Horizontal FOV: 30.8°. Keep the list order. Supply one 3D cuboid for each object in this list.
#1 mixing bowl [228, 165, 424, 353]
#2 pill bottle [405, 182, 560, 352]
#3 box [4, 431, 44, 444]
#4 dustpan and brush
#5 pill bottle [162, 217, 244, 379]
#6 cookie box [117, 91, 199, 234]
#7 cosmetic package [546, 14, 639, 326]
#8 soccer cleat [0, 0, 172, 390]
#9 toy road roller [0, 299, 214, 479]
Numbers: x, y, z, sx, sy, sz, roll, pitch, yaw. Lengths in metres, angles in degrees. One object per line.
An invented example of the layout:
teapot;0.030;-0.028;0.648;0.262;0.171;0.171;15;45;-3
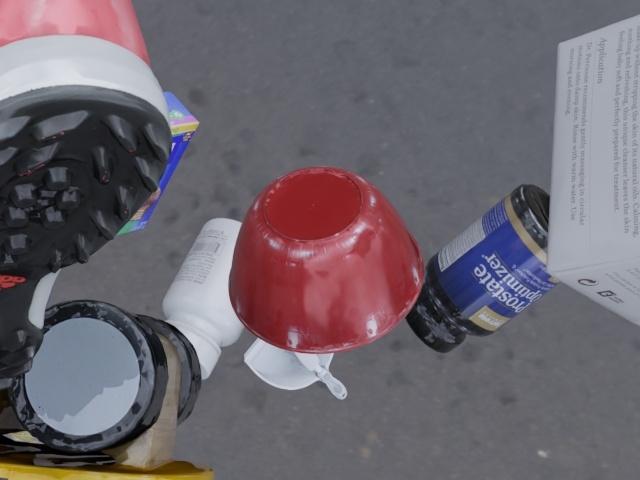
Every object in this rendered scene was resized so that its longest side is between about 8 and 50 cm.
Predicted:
mixing bowl;0.000;0.000;1.030;0.181;0.181;0.098;-38;145;-23
pill bottle;0.207;0.040;1.422;0.123;0.219;0.122;35;30;-24
box;-0.317;0.196;1.196;0.231;0.183;0.056;33;48;-44
dustpan and brush;-0.015;0.187;1.793;0.147;0.060;0.211;-50;143;-12
pill bottle;-0.168;0.091;1.784;0.131;0.131;0.229;37;60;-19
cookie box;-0.149;-0.052;0.835;0.040;0.107;0.092;45;33;21
cosmetic package;0.339;-0.070;0.748;0.155;0.366;0.196;27;62;-40
soccer cleat;-0.165;-0.014;0.508;0.109;0.318;0.116;4;59;-35
toy road roller;-0.237;0.157;0.777;0.330;0.202;0.240;4;83;3
